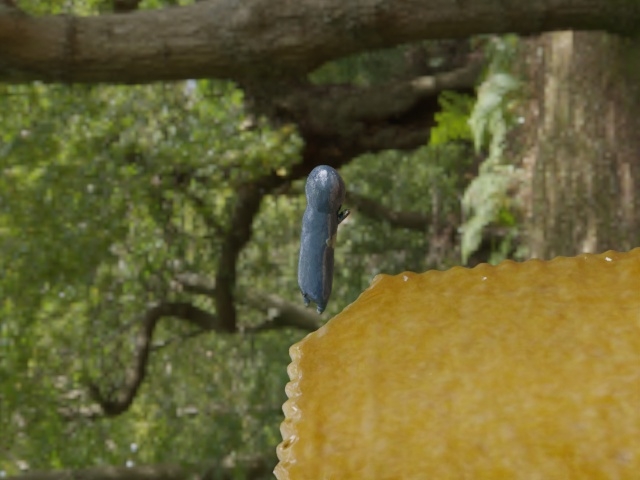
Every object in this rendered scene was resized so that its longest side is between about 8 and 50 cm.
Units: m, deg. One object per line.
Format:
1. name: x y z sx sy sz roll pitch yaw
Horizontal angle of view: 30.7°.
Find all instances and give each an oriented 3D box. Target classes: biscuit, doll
1. biscuit: 0.095 0.074 0.478 0.236 0.232 0.013 -85 -13 -57
2. doll: 0.000 0.000 0.925 0.027 0.037 0.125 -14 -60 -39
